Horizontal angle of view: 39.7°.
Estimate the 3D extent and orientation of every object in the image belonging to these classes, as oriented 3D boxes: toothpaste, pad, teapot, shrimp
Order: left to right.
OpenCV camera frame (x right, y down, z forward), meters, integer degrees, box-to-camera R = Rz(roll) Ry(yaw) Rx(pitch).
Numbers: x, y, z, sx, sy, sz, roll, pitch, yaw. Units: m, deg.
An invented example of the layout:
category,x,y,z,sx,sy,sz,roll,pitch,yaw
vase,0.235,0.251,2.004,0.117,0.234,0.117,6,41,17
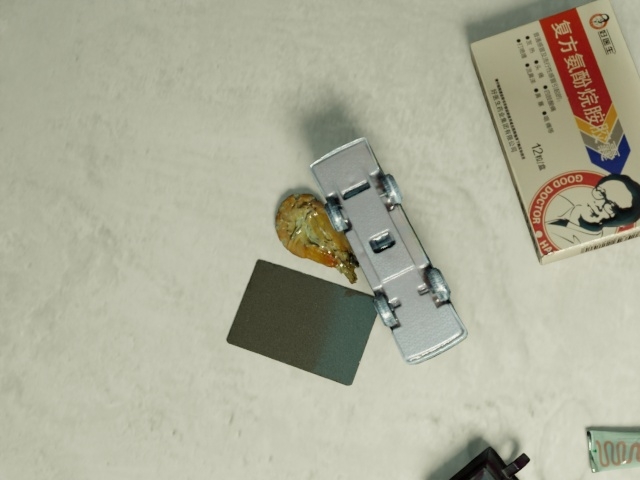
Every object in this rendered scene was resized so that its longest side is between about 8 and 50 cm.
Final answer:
category,x,y,z,sx,sy,sz,roll,pitch,yaw
pad,-0.026,0.123,1.350,0.211,0.003,0.143,18,81,18
shrimp,0.000,0.000,1.359,0.184,0.043,0.091,42,96,26
teapot,0.209,0.344,1.186,0.177,0.096,0.087,-39,70,1
toothpaste,0.462,0.275,1.176,0.205,0.036,0.056,-7,76,16

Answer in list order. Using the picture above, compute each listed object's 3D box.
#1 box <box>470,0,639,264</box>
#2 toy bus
category,x,y,z,sx,sy,sz,roll,pitch,yaw
box,0.371,-0.162,1.295,0.214,0.069,0.353,-18,74,9
toy bus,0.099,0.021,1.275,0.109,0.136,0.330,-27,71,4
